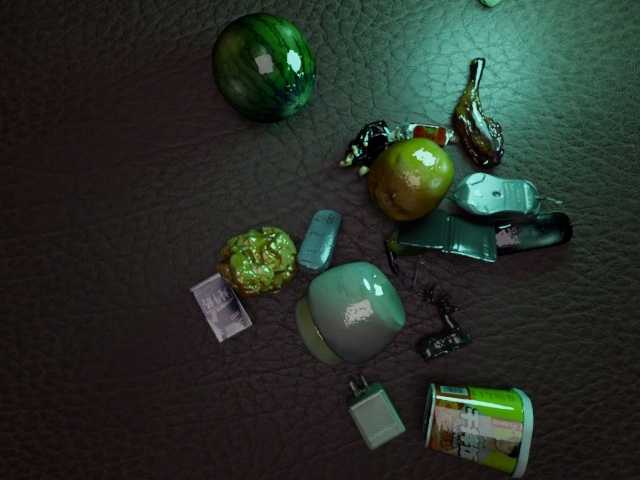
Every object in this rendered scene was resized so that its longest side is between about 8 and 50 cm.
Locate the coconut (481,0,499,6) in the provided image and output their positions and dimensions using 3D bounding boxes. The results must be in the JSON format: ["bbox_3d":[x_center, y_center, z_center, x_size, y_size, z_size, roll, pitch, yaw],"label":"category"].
[{"bbox_3d":[0.604,-0.876,1.876,0.081,0.082,0.083,-32,131,-25],"label":"coconut"}]

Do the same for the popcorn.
[{"bbox_3d":[-0.216,0.073,1.749,0.265,0.332,0.224,7,113,15],"label":"popcorn"}]

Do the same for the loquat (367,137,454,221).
[{"bbox_3d":[0.306,-0.200,1.763,0.284,0.276,0.275,-21,88,-39],"label":"loquat"}]

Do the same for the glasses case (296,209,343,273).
[{"bbox_3d":[0.000,0.000,1.796,0.109,0.067,0.282,11,47,11],"label":"glasses case"}]

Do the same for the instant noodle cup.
[{"bbox_3d":[0.506,0.606,1.754,0.308,0.294,0.293,10,88,9],"label":"instant noodle cup"}]

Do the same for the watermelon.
[{"bbox_3d":[-0.184,-0.567,1.752,0.364,0.363,0.362,0,88,1],"label":"watermelon"}]

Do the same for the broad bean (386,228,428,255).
[{"bbox_3d":[0.311,0.011,1.828,0.175,0.124,0.082,9,54,-22],"label":"broad bean"}]

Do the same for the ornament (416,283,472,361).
[{"bbox_3d":[0.394,0.279,1.845,0.202,0.080,0.235,-22,91,-3],"label":"ornament"}]

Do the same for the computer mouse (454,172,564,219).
[{"bbox_3d":[0.650,-0.137,1.841,0.380,0.090,0.167,6,69,0],"label":"computer mouse"}]

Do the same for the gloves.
[{"bbox_3d":[0.152,-0.314,1.838,0.204,0.124,0.164,-21,106,-8],"label":"gloves"}]

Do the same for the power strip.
[{"bbox_3d":[0.172,0.569,1.806,0.139,0.140,0.224,-29,89,1],"label":"power strip"}]

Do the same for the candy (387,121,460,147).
[{"bbox_3d":[0.362,-0.367,1.851,0.293,0.059,0.085,1,92,-19],"label":"candy"}]

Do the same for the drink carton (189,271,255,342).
[{"bbox_3d":[-0.339,0.228,1.845,0.134,0.102,0.222,-29,90,-2],"label":"drink carton"}]

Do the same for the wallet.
[{"bbox_3d":[0.429,-0.029,1.778,0.323,0.247,0.041,13,127,7],"label":"wallet"}]

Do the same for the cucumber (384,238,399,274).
[{"bbox_3d":[0.253,0.060,1.875,0.032,0.032,0.132,-13,89,0],"label":"cucumber"}]

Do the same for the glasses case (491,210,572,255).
[{"bbox_3d":[0.722,-0.023,1.848,0.315,0.075,0.121,-11,87,1],"label":"glasses case"}]

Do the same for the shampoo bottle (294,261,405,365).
[{"bbox_3d":[0.100,0.234,1.721,0.317,0.322,0.322,-36,88,20],"label":"shampoo bottle"}]

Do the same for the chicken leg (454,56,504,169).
[{"bbox_3d":[0.552,-0.450,1.858,0.158,0.096,0.406,-8,85,-5],"label":"chicken leg"}]

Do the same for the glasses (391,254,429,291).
[{"bbox_3d":[0.322,0.098,1.855,0.104,0.063,0.139,-41,112,-20],"label":"glasses"}]
